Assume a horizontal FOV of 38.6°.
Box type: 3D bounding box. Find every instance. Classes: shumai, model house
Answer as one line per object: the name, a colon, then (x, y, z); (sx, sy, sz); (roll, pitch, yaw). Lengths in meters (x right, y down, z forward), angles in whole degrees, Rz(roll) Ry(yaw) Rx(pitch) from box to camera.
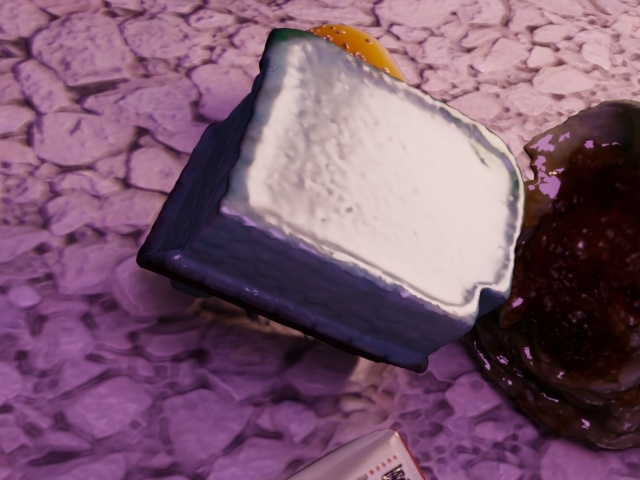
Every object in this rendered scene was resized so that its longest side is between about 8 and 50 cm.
shumai: (0.314, 0.034, 0.905); (0.292, 0.288, 0.330); (-32, 78, -36)
model house: (0.000, 0.000, 0.847); (0.281, 0.249, 0.230); (26, 55, -16)

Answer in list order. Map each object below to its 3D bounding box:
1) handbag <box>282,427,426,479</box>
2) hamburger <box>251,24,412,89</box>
handbag: (0.048, 0.321, 0.727); (0.171, 0.151, 0.298); (-23, 75, -34)
hamburger: (0.022, -0.123, 0.976); (0.210, 0.173, 0.116); (60, 21, 16)
